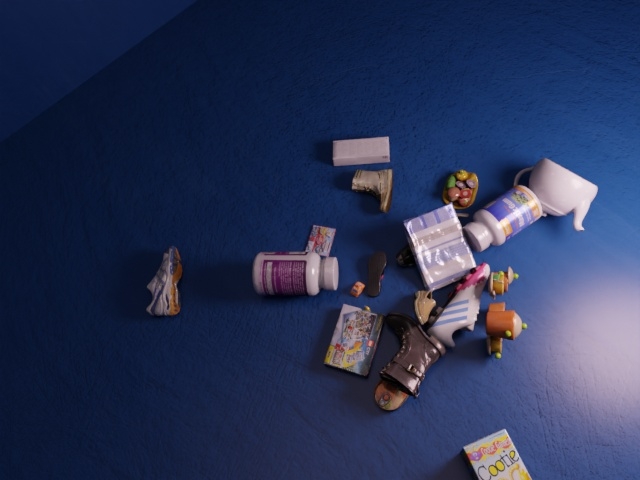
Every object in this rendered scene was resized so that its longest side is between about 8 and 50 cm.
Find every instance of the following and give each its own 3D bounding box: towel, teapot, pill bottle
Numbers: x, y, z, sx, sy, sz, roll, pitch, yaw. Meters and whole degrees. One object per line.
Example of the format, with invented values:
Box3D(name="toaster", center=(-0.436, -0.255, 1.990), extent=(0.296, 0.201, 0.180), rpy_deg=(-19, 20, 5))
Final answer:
Box3D(name="towel", center=(0.438, 0.026, 1.936), extent=(0.209, 0.034, 0.284), rpy_deg=(-21, 93, -2))
Box3D(name="teapot", center=(0.868, -0.177, 1.959), extent=(0.253, 0.256, 0.187), rpy_deg=(29, 110, 1))
Box3D(name="pill bottle", center=(0.665, -0.075, 1.958), extent=(0.272, 0.152, 0.152), rpy_deg=(-34, 62, -8))
Box3D(name="pill bottle", center=(-0.090, 0.125, 1.982), extent=(0.302, 0.169, 0.169), rpy_deg=(0, 63, 11))

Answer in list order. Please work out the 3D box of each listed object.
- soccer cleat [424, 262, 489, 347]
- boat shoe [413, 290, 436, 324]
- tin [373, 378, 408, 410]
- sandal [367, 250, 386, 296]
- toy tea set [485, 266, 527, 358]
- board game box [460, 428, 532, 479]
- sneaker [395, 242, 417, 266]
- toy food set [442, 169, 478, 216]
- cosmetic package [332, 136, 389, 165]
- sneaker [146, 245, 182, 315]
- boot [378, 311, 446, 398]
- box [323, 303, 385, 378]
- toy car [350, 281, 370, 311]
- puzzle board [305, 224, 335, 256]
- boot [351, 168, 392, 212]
Box3D(name="soccer cleat", center=(0.509, 0.231, 1.859), extent=(0.143, 0.116, 0.331), rpy_deg=(42, 81, 8))
Box3D(name="boat shoe", center=(0.367, 0.225, 1.850), extent=(0.072, 0.068, 0.190), rpy_deg=(-17, 23, 17))
Box3D(name="tin", center=(0.261, 0.494, 1.799), extent=(0.106, 0.040, 0.189), rpy_deg=(35, 73, 28))
Box3D(name="sandal", center=(0.211, 0.128, 2.005), extent=(0.067, 0.040, 0.179), rpy_deg=(7, 78, 20))
Box3D(name="toy tea set", center=(0.632, 0.222, 1.786), extent=(0.124, 0.200, 0.335), rpy_deg=(2, 57, 21))
Box3D(name="board game box", center=(0.544, 0.727, 1.563), extent=(0.142, 0.144, 0.275), rpy_deg=(-23, 60, -1))
Box3D(name="sneaker", center=(0.397, 0.004, 2.015), extent=(0.267, 0.101, 0.106), rpy_deg=(-32, 34, -2))
Box3D(name="toy food set", center=(0.551, -0.199, 2.090), extent=(0.128, 0.071, 0.217), rpy_deg=(13, 66, 16))
Box3D(name="cosmetic package", center=(0.174, -0.380, 2.261), extent=(0.239, 0.060, 0.098), rpy_deg=(-2, 64, 9))
Box3D(name="sneaker", center=(-0.630, 0.156, 2.098), extent=(0.131, 0.112, 0.296), rpy_deg=(-8, 61, 7))
Box3D(name="boot", center=(0.273, 0.381, 1.786), extent=(0.263, 0.091, 0.229), rpy_deg=(34, 56, 28))
Box3D(name="box", center=(0.124, 0.358, 1.891), extent=(0.159, 0.044, 0.233), rpy_deg=(14, 66, 17))
Box3D(name="toy car", center=(0.161, 0.204, 1.967), extent=(0.060, 0.040, 0.122), rpy_deg=(-36, 62, -9))
Box3D(name="puzzle board", center=(0.000, 0.000, 2.121), extent=(0.097, 0.011, 0.128), rpy_deg=(10, 65, 15))
Box3D(name="boot", center=(0.209, -0.204, 2.154), extent=(0.165, 0.077, 0.213), rpy_deg=(3, 58, 11))
